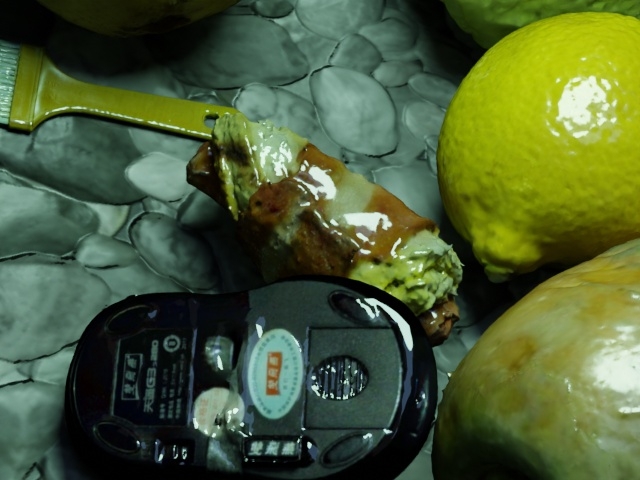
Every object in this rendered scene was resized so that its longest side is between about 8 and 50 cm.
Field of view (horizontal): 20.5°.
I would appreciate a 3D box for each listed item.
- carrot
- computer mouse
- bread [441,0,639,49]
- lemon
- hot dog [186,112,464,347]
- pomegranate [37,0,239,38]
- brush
[{"bbox_3d":[0.233,0.099,1.095,0.341,0.224,0.224,-26,64,-32],"label":"carrot"},{"bbox_3d":[-0.039,0.095,1.090,0.233,0.096,0.137,2,65,14],"label":"computer mouse"},{"bbox_3d":[0.204,-0.337,1.355,0.348,0.348,0.308,-9,51,-21],"label":"bread"},{"bbox_3d":[0.178,-0.065,1.230,0.187,0.187,0.244,38,57,14],"label":"lemon"},{"bbox_3d":[0.000,0.000,1.169,0.213,0.146,0.103,33,88,19],"label":"hot dog"},{"bbox_3d":[-0.136,-0.288,1.267,0.281,0.281,0.281,8,52,-10],"label":"pomegranate"},{"bbox_3d":[-0.156,-0.100,1.274,0.218,0.010,0.082,10,51,-9],"label":"brush"}]
